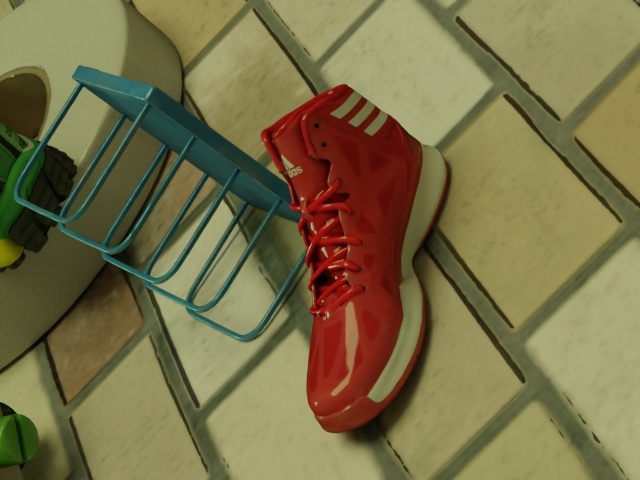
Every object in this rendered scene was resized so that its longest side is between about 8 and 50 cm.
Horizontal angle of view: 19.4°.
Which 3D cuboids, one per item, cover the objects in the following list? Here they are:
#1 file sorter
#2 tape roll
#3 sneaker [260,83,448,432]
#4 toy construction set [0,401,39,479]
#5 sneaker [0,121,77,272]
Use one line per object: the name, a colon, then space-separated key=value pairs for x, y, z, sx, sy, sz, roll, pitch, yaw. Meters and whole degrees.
file sorter: x=-0.100 y=-0.023 z=1.247 sx=0.104 sy=0.170 sz=0.118 roll=-58 pitch=32 yaw=-7
tape roll: x=-0.276 y=-0.046 z=1.588 sx=0.392 sy=0.072 sz=0.392 roll=-33 pitch=35 yaw=27
sneaker: x=0.000 y=0.000 z=1.133 sx=0.087 sy=0.128 sz=0.221 roll=-26 pitch=38 yaw=36
toy construction set: x=-0.320 y=0.205 z=1.281 sx=0.237 sy=0.257 sz=0.309 roll=-11 pitch=69 yaw=30
sneaker: x=-0.335 y=-0.056 z=1.467 sx=0.343 sy=0.146 sz=0.134 roll=-9 pitch=51 yaw=48
